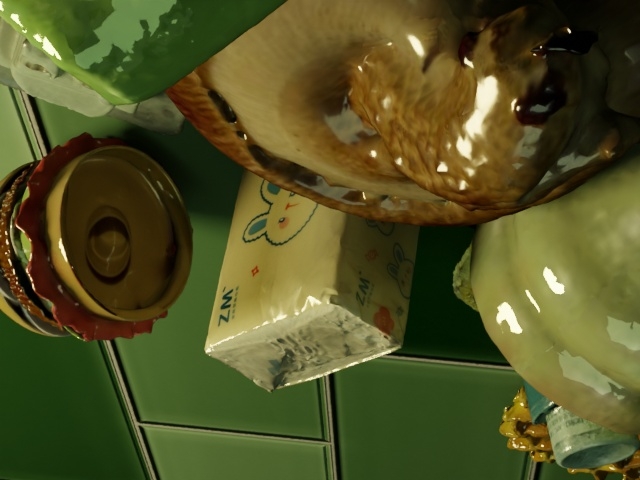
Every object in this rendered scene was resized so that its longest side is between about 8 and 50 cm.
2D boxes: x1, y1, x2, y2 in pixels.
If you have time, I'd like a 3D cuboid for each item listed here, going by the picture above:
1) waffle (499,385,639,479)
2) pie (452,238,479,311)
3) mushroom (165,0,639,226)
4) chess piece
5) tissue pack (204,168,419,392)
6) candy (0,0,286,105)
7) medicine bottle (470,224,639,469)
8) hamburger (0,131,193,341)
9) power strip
[{"bbox_3d":[0.294,0.179,1.519,0.228,0.051,0.231,15,149,-11],"label":"waffle"},{"bbox_3d":[0.203,0.030,1.305,0.187,0.041,0.187,7,149,4],"label":"pie"},{"bbox_3d":[0.043,-0.114,0.896,0.345,0.260,0.345,8,146,6],"label":"mushroom"},{"bbox_3d":[0.299,-0.069,0.954,0.234,0.234,0.442,20,140,-18],"label":"chess piece"},{"bbox_3d":[0.000,0.000,1.153,0.092,0.196,0.148,32,142,-33],"label":"tissue pack"},{"bbox_3d":[-0.023,-0.217,0.728,0.142,0.132,0.343,38,106,-25],"label":"candy"},{"bbox_3d":[0.165,0.040,1.154,0.124,0.258,0.079,1,153,-27],"label":"medicine bottle"},{"bbox_3d":[-0.200,0.001,1.245,0.137,0.175,0.175,-8,146,36],"label":"hamburger"},{"bbox_3d":[-0.170,-0.141,1.093,0.198,0.064,0.213,16,149,-9],"label":"power strip"}]
